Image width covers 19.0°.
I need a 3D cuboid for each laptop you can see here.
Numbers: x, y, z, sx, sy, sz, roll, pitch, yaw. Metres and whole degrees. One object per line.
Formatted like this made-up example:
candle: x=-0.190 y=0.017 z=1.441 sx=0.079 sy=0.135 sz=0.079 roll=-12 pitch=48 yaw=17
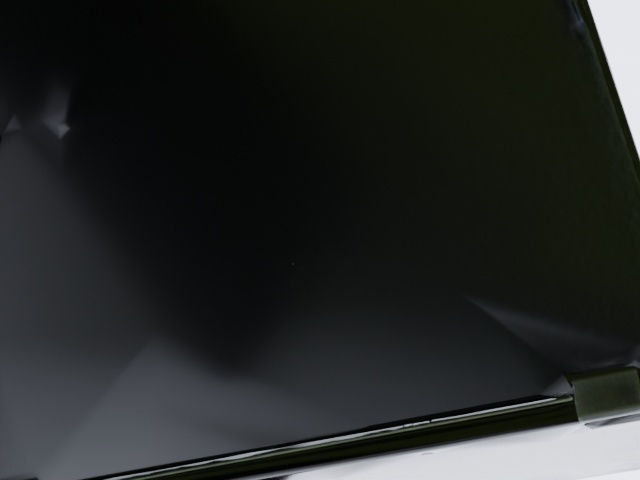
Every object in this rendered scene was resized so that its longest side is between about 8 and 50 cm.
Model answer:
laptop: x=0.000 y=0.000 z=0.918 sx=0.382 sy=0.408 sz=0.236 roll=-12 pitch=-104 yaw=25
